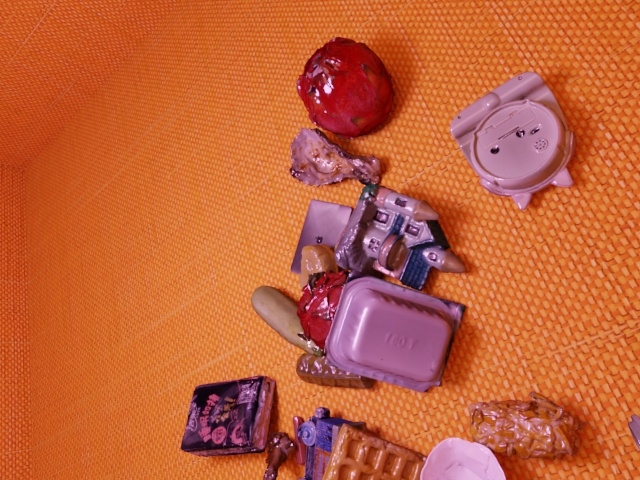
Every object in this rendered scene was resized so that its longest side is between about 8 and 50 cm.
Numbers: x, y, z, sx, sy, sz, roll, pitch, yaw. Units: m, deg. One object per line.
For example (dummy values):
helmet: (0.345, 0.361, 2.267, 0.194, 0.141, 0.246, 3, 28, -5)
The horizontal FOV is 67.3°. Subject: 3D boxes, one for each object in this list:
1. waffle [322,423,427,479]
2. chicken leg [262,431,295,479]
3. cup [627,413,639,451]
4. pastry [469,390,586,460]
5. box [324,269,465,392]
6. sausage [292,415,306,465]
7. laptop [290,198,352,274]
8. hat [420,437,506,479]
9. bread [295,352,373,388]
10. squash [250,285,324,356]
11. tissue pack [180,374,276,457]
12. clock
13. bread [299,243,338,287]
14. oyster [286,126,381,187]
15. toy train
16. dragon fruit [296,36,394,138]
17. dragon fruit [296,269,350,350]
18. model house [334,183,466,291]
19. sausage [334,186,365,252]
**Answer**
waffle: (0.130, 0.624, 1.249, 0.055, 0.248, 0.221, 147, 147, -78)
chicken leg: (-0.130, 0.662, 1.472, 0.080, 0.196, 0.125, 26, 85, -2)
cup: (0.704, 0.390, 0.952, 0.141, 0.120, 0.120, -26, 64, 20)
pastry: (0.472, 0.429, 1.117, 0.250, 0.102, 0.154, -19, 71, 34)
box: (0.200, 0.249, 1.238, 0.106, 0.337, 0.264, -172, 100, -81)
sausage: (-0.066, 0.627, 1.508, 0.030, 0.035, 0.147, -36, 58, 55)
laptop: (0.000, 0.000, 1.629, 0.188, 0.015, 0.269, 15, 88, 38)
hat: (0.340, 0.580, 1.115, 0.203, 0.126, 0.203, -16, 41, 14)
bread: (0.038, 0.391, 1.459, 0.269, 0.098, 0.087, -6, 36, 35)
squash: (-0.099, 0.262, 1.569, 0.371, 0.118, 0.118, 33, 99, 39)
tissue pack: (-0.307, 0.592, 1.625, 0.332, 0.123, 0.245, -18, 47, 29)
clock: (0.514, -0.249, 1.252, 0.265, 0.109, 0.324, -32, 62, 26)
bread: (-0.004, 0.092, 1.536, 0.125, 0.086, 0.156, 19, 107, 43)
oyster: (0.045, -0.269, 1.579, 0.337, 0.133, 0.197, 17, 119, 33)
toy train: (0.030, 0.636, 1.361, 0.202, 0.131, 0.299, -6, 78, 49)
dragon fruit: (0.081, -0.483, 1.535, 0.296, 0.302, 0.295, -34, 40, 34)
dragon fruit: (0.066, 0.214, 1.385, 0.299, 0.244, 0.244, 26, 95, 26)
model house: (0.246, 0.013, 1.340, 0.325, 0.194, 0.267, 25, 94, 35)
sausage: (0.115, -0.035, 1.518, 0.083, 0.083, 0.264, 33, 100, 37)
